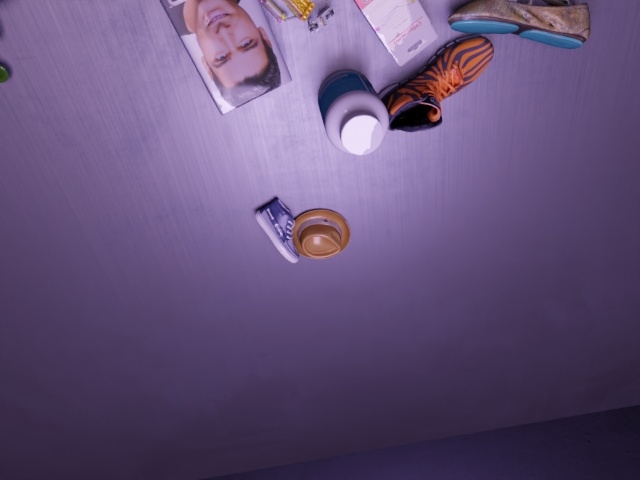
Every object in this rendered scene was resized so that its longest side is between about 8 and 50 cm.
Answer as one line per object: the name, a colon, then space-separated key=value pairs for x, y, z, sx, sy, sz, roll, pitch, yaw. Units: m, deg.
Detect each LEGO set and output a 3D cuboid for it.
LEGO set: x=-0.087 y=-0.580 z=1.002 sx=0.132 sy=0.107 sz=0.286 roll=-41 pitch=121 yaw=-20

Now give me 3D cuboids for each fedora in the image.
fedora: x=0.000 y=0.000 z=1.403 sx=0.195 sy=0.079 sz=0.194 roll=-3 pitch=125 yaw=-5

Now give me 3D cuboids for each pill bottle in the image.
pill bottle: x=0.076 y=-0.296 z=1.093 sx=0.147 sy=0.264 sz=0.146 roll=-3 pitch=124 yaw=-4

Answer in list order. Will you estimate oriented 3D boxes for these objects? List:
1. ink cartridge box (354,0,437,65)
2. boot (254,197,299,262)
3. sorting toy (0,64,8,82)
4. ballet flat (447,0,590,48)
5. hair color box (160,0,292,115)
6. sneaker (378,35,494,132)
ink cartridge box: x=0.170 y=-0.519 z=1.070 sx=0.115 sy=0.067 sz=0.198 roll=-34 pitch=120 yaw=17
boot: x=-0.102 y=-0.027 z=1.355 sx=0.086 sy=0.069 sz=0.190 roll=-35 pitch=102 yaw=13
sorting toy: x=-0.774 y=-0.399 z=1.067 sx=0.102 sy=0.042 sz=0.061 roll=-4 pitch=141 yaw=-18
ballet flat: x=0.464 y=-0.529 z=1.081 sx=0.349 sy=0.123 sz=0.123 roll=5 pitch=124 yaw=-9
hair color box: x=-0.225 y=-0.485 z=0.996 sx=0.186 sy=0.113 sz=0.374 roll=-29 pitch=125 yaw=-4
sneaker: x=0.291 y=-0.359 z=1.125 sx=0.321 sy=0.180 sz=0.124 roll=-33 pitch=122 yaw=16
